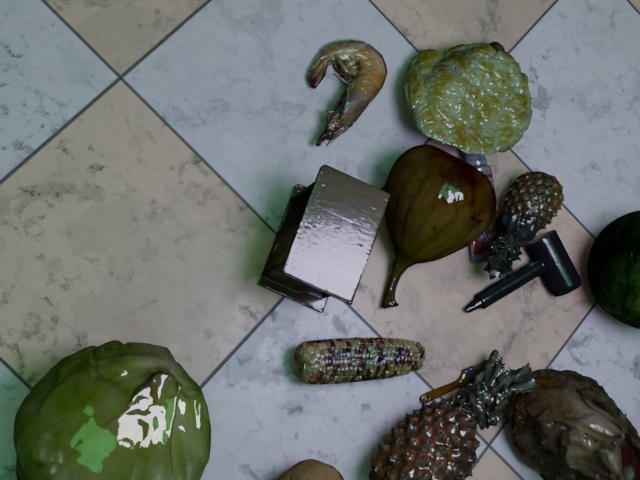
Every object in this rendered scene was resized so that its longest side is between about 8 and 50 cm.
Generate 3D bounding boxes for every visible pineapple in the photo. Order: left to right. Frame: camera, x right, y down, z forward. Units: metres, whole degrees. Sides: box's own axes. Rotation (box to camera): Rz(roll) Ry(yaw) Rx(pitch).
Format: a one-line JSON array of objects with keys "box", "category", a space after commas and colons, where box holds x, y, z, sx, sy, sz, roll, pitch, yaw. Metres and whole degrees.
[{"box": [0.247, 0.341, 1.562, 0.175, 0.175, 0.361, 46, 66, -6], "category": "pineapple"}, {"box": [0.397, -0.024, 1.679, 0.125, 0.125, 0.251, 39, 59, -8], "category": "pineapple"}]

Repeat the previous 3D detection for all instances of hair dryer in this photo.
[{"box": [0.405, 0.094, 1.712, 0.255, 0.070, 0.128, -31, 92, -13], "category": "hair dryer"}]

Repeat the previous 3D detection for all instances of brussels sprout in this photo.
[{"box": [-0.338, 0.321, 1.337, 0.328, 0.247, 0.328, 10, 70, -31], "category": "brussels sprout"}]

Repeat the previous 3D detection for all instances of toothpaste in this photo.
[{"box": [0.328, -0.075, 1.718, 0.089, 0.057, 0.234, -9, 92, -27], "category": "toothpaste"}]

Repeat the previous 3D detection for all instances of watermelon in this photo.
[{"box": [0.664, 0.058, 1.704, 0.242, 0.242, 0.242, 3, 80, -17], "category": "watermelon"}]

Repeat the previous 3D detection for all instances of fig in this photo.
[{"box": [0.187, -0.015, 1.606, 0.217, 0.217, 0.321, 29, 95, -11], "category": "fig"}]

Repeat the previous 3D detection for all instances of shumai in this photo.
[{"box": [0.532, 0.369, 1.582, 0.346, 0.283, 0.217, 40, 73, -6], "category": "shumai"}]

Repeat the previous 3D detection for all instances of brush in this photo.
[{"box": [0.269, 0.282, 1.654, 0.169, 0.014, 0.043, -19, 86, -19], "category": "brush"}]

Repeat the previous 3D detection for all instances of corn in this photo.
[{"box": [0.073, 0.221, 1.565, 0.253, 0.086, 0.086, -2, 81, -20], "category": "corn"}]

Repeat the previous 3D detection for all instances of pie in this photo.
[{"box": [0.300, -0.285, 1.702, 0.274, 0.105, 0.257, -9, 70, -17], "category": "pie"}]

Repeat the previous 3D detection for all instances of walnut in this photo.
[{"box": [-0.025, 0.462, 1.465, 0.166, 0.149, 0.167, -15, 114, -38], "category": "walnut"}]

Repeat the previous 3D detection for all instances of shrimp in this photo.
[{"box": [0.036, -0.295, 1.663, 0.143, 0.052, 0.251, 30, 65, 0], "category": "shrimp"}]

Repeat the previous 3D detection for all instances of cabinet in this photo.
[{"box": [0.000, 0.000, 1.530, 0.148, 0.175, 0.215, 23, 75, -13], "category": "cabinet"}]
